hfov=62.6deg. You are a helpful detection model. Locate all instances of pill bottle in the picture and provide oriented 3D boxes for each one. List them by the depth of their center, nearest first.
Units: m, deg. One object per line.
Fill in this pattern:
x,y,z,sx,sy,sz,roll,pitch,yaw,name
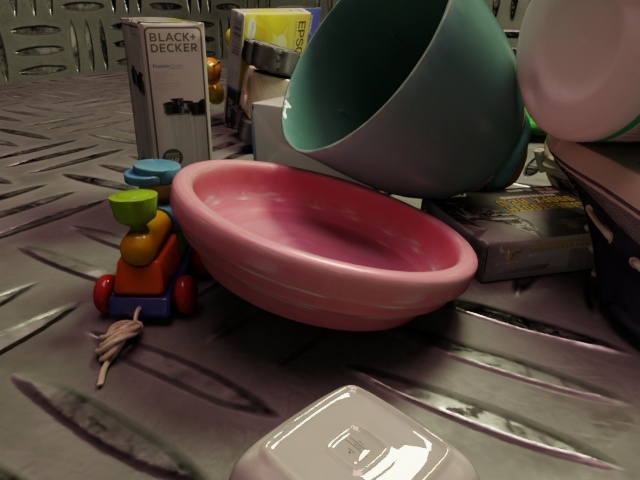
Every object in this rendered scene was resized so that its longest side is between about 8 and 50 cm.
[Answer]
0.428,-0.210,0.588,0.361,0.204,0.204,-3,24,-18,pill bottle

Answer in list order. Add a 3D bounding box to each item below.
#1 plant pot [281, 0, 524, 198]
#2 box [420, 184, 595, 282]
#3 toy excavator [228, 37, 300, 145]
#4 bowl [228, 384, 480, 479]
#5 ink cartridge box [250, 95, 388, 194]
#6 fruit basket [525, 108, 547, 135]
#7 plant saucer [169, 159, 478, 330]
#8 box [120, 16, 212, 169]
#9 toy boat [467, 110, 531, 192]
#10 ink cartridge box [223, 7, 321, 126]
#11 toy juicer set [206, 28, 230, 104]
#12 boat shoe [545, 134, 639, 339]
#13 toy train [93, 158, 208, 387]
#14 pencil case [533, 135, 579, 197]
0.129,-0.191,0.708,0.235,0.293,0.293,28,8,-33,plant pot
0.282,-0.018,0.737,0.231,0.056,0.183,-5,24,-13,box
-0.001,-0.362,1.370,0.446,0.222,0.433,7,21,-20,toy excavator
0.023,0.155,0.345,0.142,0.053,0.142,-22,34,-39,bowl
0.087,-0.223,1.073,0.270,0.151,0.395,15,29,28,ink cartridge box
0.497,-0.384,1.442,0.327,0.165,0.353,2,21,3,fruit basket
0.000,0.000,0.583,0.332,0.084,0.332,14,20,-5,plant saucer
-0.231,-0.184,0.805,0.087,0.289,0.169,-11,26,-25,box
0.325,-0.187,0.867,0.148,0.318,0.267,34,35,-4,toy boat
-0.116,-0.474,1.445,0.307,0.303,0.072,-20,45,-37,ink cartridge box
-0.219,-0.446,1.520,0.089,0.209,0.329,54,8,23,toy juicer set
0.339,-0.021,0.603,0.127,0.158,0.340,5,28,-2,boat shoe
-0.186,0.013,0.542,0.105,0.143,0.248,0,24,-1,toy train
0.489,-0.084,0.763,0.184,0.159,0.410,-10,25,-6,pencil case
